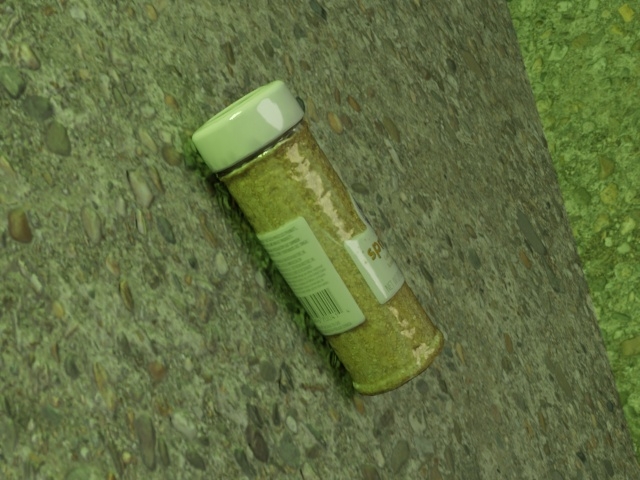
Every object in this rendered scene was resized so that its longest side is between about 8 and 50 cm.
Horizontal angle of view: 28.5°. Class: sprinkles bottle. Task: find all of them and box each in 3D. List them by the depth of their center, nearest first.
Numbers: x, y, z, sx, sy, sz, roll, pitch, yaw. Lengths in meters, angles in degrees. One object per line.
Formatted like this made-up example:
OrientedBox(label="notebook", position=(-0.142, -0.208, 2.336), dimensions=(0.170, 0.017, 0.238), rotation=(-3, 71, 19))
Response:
OrientedBox(label="sprinkles bottle", position=(0.000, 0.000, 1.399), dimensions=(0.355, 0.121, 0.121), rotation=(57, 27, -11))
